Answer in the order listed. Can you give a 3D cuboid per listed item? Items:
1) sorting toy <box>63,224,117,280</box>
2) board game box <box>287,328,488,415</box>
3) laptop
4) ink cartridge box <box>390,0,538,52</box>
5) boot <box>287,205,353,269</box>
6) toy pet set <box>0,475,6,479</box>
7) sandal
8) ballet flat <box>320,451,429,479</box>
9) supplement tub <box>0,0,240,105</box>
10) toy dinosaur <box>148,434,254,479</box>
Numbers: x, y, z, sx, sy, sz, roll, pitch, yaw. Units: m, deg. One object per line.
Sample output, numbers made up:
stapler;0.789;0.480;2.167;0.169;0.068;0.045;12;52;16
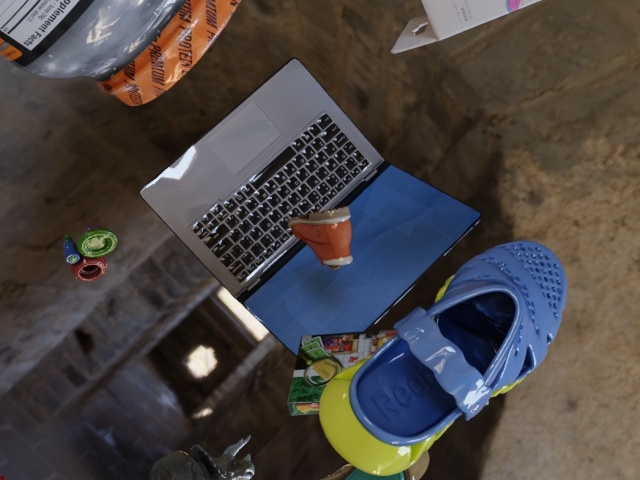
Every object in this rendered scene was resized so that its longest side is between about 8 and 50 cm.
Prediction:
sorting toy;-0.311;0.009;1.049;0.061;0.102;0.042;1;45;-33
board game box;0.092;0.172;1.066;0.136;0.260;0.030;-80;160;-52
laptop;-0.027;-0.063;1.332;0.408;0.382;0.236;48;-11;-8
ink cartridge box;0.144;-0.228;0.643;0.067;0.198;0.115;63;26;-20
boot;0.000;0.000;1.095;0.158;0.059;0.084;180;-103;-70
toy pet set;-0.451;0.323;0.943;0.122;0.114;0.065;13;3;28
sandal;0.143;0.084;0.708;0.126;0.317;0.138;45;-42;11
ballet flat;0.034;0.291;0.884;0.073;0.232;0.080;-9;65;-54
supplement tub;-0.201;-0.231;0.473;0.316;0.193;0.193;35;2;-34
toy dinosaur;-0.223;0.394;1.234;0.313;0.121;0.160;26;55;-62
